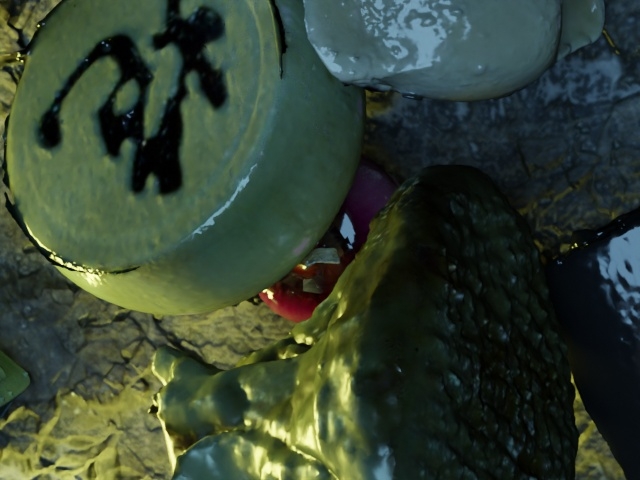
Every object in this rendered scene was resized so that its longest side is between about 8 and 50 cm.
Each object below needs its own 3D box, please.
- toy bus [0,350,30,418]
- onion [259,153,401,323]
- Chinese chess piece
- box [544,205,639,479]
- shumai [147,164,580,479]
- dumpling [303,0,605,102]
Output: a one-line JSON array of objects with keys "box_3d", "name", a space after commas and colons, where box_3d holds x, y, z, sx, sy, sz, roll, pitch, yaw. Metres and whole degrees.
[{"box_3d": [-0.491, 0.130, 1.698, 0.312, 0.152, 0.190, 39, 112, 6], "name": "toy bus"}, {"box_3d": [0.004, -0.002, 1.506, 0.177, 0.153, 0.177, 28, 132, 36], "name": "onion"}, {"box_3d": [-0.128, -0.107, 1.449, 0.349, 0.146, 0.349, -12, 67, 32], "name": "Chinese chess piece"}, {"box_3d": [0.411, 0.097, 1.424, 0.359, 0.091, 0.350, -27, 94, 21], "name": "box"}, {"box_3d": [0.026, 0.144, 1.339, 0.323, 0.398, 0.324, -12, 136, 30], "name": "shumai"}, {"box_3d": [0.119, -0.231, 1.377, 0.175, 0.243, 0.227, -5, 96, 32], "name": "dumpling"}]
